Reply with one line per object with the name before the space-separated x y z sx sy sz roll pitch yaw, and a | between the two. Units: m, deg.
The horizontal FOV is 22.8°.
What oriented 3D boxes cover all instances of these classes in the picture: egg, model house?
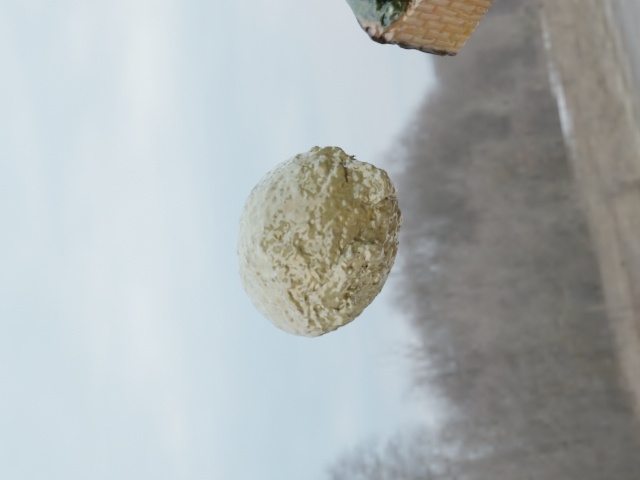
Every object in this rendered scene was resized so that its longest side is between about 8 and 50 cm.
egg | 0.000 0.000 1.094 0.116 0.118 0.140 -17 -50 -47
model house | 0.110 -0.309 1.595 0.172 0.166 0.183 -51 46 37
